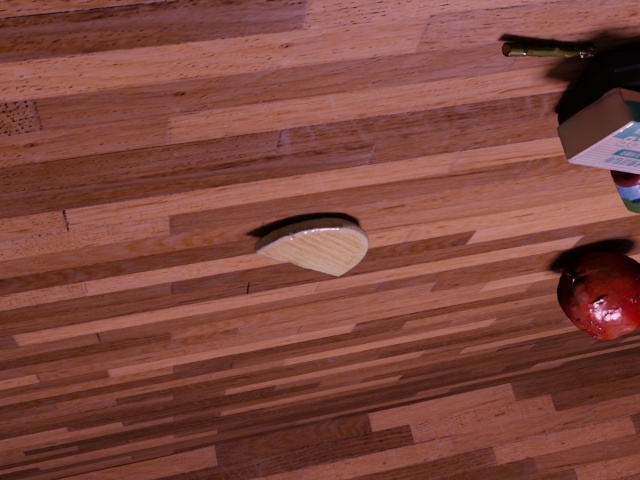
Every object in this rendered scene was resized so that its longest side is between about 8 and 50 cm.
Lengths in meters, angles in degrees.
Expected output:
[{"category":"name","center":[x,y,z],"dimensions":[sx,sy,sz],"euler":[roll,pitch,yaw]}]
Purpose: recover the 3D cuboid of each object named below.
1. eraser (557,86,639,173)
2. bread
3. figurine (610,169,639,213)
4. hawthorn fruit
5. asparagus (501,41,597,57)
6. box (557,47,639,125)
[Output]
[{"category":"eraser","center":[0.386,-0.122,1.075],"dimensions":[0.225,0.052,0.095],"euler":[2,154,-38]},{"category":"bread","center":[0.005,-0.001,1.321],"dimensions":[0.112,0.036,0.193],"euler":[-33,150,31]},{"category":"figurine","center":[0.520,-0.118,1.248],"dimensions":[0.234,0.127,0.185],"euler":[-12,155,26]},{"category":"hawthorn fruit","center":[0.527,0.100,1.755],"dimensions":[0.235,0.181,0.181],"euler":[17,145,-38]},{"category":"asparagus","center":[0.244,-0.201,0.969],"dimensions":[0.127,0.018,0.015],"euler":[-6,119,-29]},{"category":"box","center":[0.409,-0.181,1.084],"dimensions":[0.230,0.050,0.160],"euler":[-11,160,-7]}]
